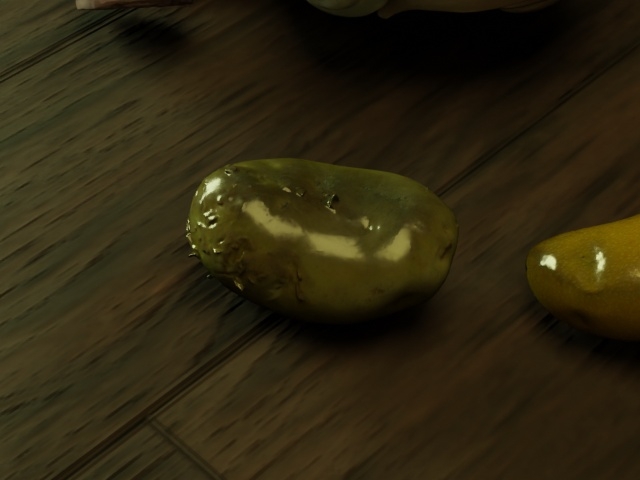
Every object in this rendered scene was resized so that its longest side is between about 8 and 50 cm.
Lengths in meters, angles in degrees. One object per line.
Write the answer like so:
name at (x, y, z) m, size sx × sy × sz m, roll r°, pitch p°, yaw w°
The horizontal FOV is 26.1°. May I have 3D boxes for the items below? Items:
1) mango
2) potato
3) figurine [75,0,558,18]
mango at (0.205, 0.011, 0.715) m, size 0.190 × 0.075 × 0.098 m, roll -9°, pitch 32°, yaw -8°
potato at (0.000, 0.000, 0.711) m, size 0.138 × 0.070 × 0.091 m, roll 13°, pitch 45°, yaw 6°
figurine at (0.017, -0.242, 0.846) m, size 0.361 × 0.211 × 0.253 m, roll 6°, pitch 60°, yaw 12°
